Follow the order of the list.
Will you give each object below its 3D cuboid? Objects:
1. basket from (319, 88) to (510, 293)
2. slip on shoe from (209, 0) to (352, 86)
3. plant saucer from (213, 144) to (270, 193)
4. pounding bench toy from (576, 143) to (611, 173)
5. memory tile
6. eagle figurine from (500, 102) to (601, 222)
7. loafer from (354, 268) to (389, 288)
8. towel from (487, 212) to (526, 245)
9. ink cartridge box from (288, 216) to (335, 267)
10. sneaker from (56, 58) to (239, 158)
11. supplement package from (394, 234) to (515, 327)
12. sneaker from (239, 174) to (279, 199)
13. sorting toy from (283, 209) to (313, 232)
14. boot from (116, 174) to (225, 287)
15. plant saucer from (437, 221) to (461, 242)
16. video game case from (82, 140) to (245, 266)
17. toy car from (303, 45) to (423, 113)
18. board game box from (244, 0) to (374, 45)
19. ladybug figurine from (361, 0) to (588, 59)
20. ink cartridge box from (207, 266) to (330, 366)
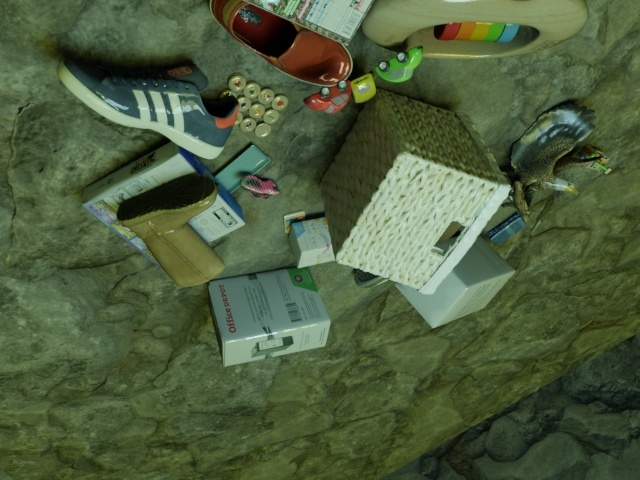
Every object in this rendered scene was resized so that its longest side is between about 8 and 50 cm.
[{"bbox_3d":[0.189,-0.122,1.379,0.266,0.331,0.328,17,125,-20],"label":"basket"},{"bbox_3d":[-0.063,-0.379,1.172,0.331,0.101,0.123,20,120,-41],"label":"slip on shoe"},{"bbox_3d":[-0.208,-0.147,1.405,0.192,0.018,0.067,-37,138,14],"label":"plant saucer"},{"bbox_3d":[0.797,-0.230,1.764,0.065,0.083,0.052,7,130,-33],"label":"pounding bench toy"},{"bbox_3d":[-0.150,-0.283,1.295,0.148,0.012,0.113,17,124,-38],"label":"memory tile"},{"bbox_3d":[0.616,-0.199,1.665,0.298,0.225,0.226,-52,-177,-12],"label":"eagle figurine"},{"bbox_3d":[0.218,0.073,1.785,0.251,0.094,0.087,-30,135,5],"label":"loafer"},{"bbox_3d":[0.582,-0.034,1.904,0.119,0.029,0.067,-38,137,14],"label":"towel"},{"bbox_3d":[0.000,0.000,1.589,0.143,0.092,0.090,-13,154,-16],"label":"ink cartridge box"},{"bbox_3d":[-0.304,-0.284,1.144,0.350,0.131,0.148,18,117,-45],"label":"sneaker"},{"bbox_3d":[0.396,0.110,1.789,0.292,0.177,0.175,-9,141,-46],"label":"supplement package"},{"bbox_3d":[-0.151,-0.118,1.433,0.057,0.047,0.119,-31,157,30],"label":"sneaker"},{"bbox_3d":[-0.054,-0.051,1.584,0.083,0.012,0.062,-15,138,-12],"label":"sorting toy"},{"bbox_3d":[-0.282,-0.013,1.346,0.236,0.089,0.270,-12,141,15],"label":"boot"},{"bbox_3d":[0.333,-0.109,1.529,0.041,0.278,0.278,26,123,-8],"label":"plant saucer"},{"bbox_3d":[-0.341,-0.075,1.363,0.244,0.061,0.269,-26,139,11],"label":"video game case"},{"bbox_3d":[0.107,-0.316,1.206,0.224,0.053,0.239,-18,-170,34],"label":"toy car"},{"bbox_3d":[-0.030,-0.506,1.023,0.290,0.141,0.232,12,127,-35],"label":"board game box"},{"bbox_3d":[0.296,-0.458,1.163,0.448,0.162,0.305,-1,178,-13],"label":"ladybug figurine"},{"bbox_3d":[-0.146,0.198,1.650,0.289,0.211,0.122,-8,138,-17],"label":"ink cartridge box"}]
